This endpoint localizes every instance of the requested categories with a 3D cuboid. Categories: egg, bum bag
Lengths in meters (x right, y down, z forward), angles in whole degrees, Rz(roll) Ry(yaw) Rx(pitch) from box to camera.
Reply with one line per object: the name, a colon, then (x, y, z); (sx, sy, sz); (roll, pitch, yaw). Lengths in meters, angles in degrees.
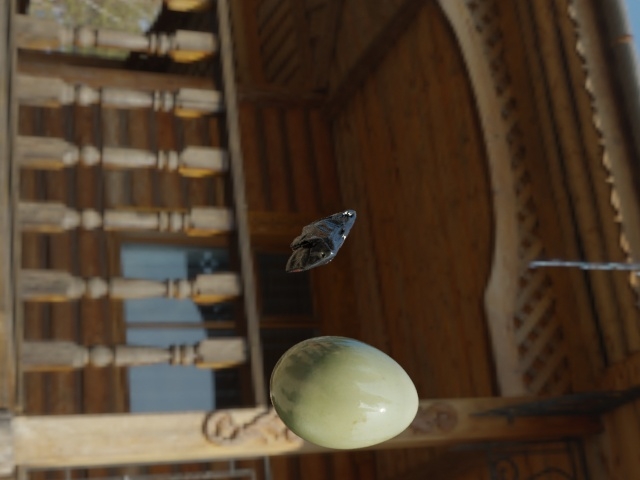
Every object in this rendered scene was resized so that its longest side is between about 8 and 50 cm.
egg: (0.040, 0.258, 1.876); (0.188, 0.254, 0.188); (-171, -90, -87)
bum bag: (0.001, 0.001, 1.081); (0.034, 0.058, 0.124); (67, 21, -12)
